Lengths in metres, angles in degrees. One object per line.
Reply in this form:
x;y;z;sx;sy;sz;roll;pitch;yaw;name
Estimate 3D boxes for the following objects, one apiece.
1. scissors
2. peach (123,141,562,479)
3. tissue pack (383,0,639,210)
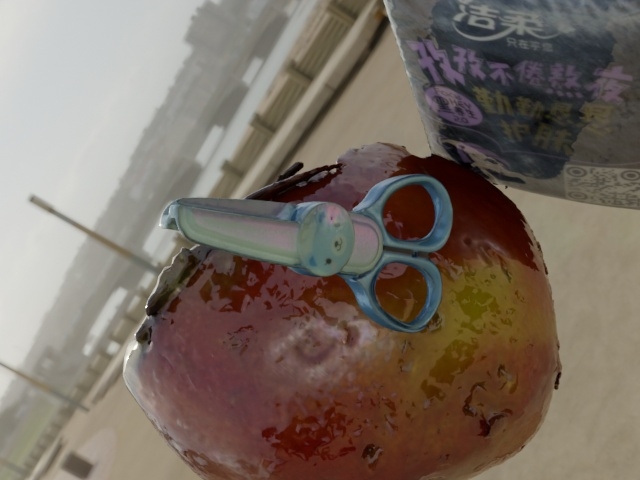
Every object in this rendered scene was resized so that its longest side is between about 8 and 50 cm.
0.000;0.000;0.684;0.030;0.256;0.125;4;87;52;scissors
0.022;0.095;0.920;0.339;0.416;0.353;91;178;-56;peach
0.205;-0.161;0.848;0.122;0.259;0.361;-67;-26;-20;tissue pack
